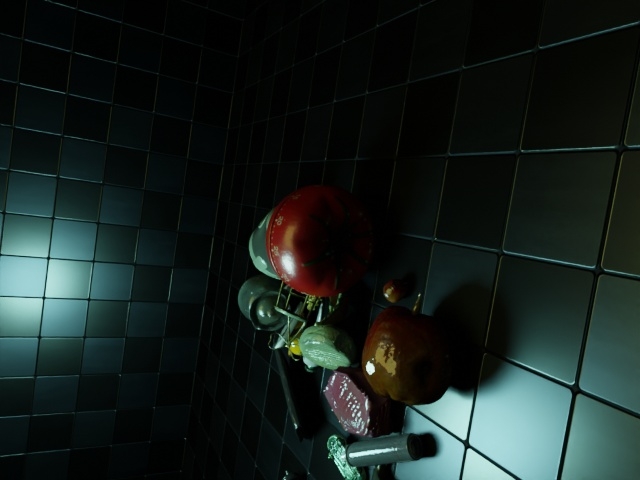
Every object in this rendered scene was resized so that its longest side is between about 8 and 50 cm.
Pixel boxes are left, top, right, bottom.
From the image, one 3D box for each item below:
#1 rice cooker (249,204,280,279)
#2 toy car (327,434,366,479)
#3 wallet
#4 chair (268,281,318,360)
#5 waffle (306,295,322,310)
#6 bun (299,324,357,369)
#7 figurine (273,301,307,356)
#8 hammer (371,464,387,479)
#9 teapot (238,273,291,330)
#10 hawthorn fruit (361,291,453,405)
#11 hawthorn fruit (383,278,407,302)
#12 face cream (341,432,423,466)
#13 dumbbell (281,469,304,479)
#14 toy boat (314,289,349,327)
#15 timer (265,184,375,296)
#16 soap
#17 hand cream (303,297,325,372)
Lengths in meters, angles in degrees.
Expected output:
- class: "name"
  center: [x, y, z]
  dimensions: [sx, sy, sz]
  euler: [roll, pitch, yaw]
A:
- class: "rice cooker"
  center: [-0.136, 0.002, 1.992]
  dimensions: [0.277, 0.289, 0.288]
  euler: [-40, 50, 53]
- class: "toy car"
  center: [0.092, 0.747, 1.636]
  dimensions: [0.186, 0.058, 0.093]
  euler: [48, 126, 39]
- class: "wallet"
  center: [-0.122, 0.623, 1.970]
  dimensions: [0.197, 0.051, 0.377]
  euler: [78, 173, -51]
- class: "chair"
  center: [-0.104, 0.279, 1.821]
  dimensions: [0.160, 0.170, 0.325]
  euler: [19, 82, 20]
- class: "waffle"
  center: [-0.003, 0.194, 1.936]
  dimensions: [0.192, 0.046, 0.160]
  euler: [-25, 60, 55]
- class: "bun"
  center: [0.028, 0.373, 1.714]
  dimensions: [0.221, 0.221, 0.108]
  euler: [-39, 21, 52]
- class: "figurine"
  center: [-0.081, 0.384, 2.013]
  dimensions: [0.249, 0.141, 0.166]
  euler: [-59, 1, -40]
- class: "hammer"
  center: [0.201, 0.749, 1.289]
  dimensions: [0.440, 0.044, 0.168]
  euler: [-165, 85, -84]
- class: "teapot"
  center: [-0.203, 0.271, 2.127]
  dimensions: [0.285, 0.306, 0.223]
  euler: [-145, 35, -71]
- class: "hawthorn fruit"
  center: [0.233, 0.309, 1.291]
  dimensions: [0.258, 0.259, 0.261]
  euler: [-40, 31, 51]
- class: "hawthorn fruit"
  center: [0.232, 0.155, 1.492]
  dimensions: [0.077, 0.077, 0.077]
  euler: [-20, 67, 59]
- class: "face cream"
  center: [0.172, 0.629, 1.429]
  dimensions: [0.284, 0.073, 0.073]
  euler: [-29, 58, 39]
- class: "dumbbell"
  center: [-0.095, 0.991, 1.880]
  dimensions: [0.208, 0.099, 0.099]
  euler: [47, 125, 53]
- class: "toy boat"
  center: [0.049, 0.228, 1.698]
  dimensions: [0.108, 0.099, 0.292]
  euler: [-61, 5, 31]
- class: "timer"
  center: [0.000, 0.000, 1.624]
  dimensions: [0.279, 0.378, 0.377]
  euler: [6, 90, 55]
- class: "soap"
  center: [0.130, 0.527, 1.563]
  dimensions: [0.289, 0.112, 0.182]
  euler: [45, 126, 54]
- class: "hand cream"
  center: [-0.011, 0.359, 1.849]
  dimensions: [0.121, 0.076, 0.335]
  euler: [-73, -6, -68]
